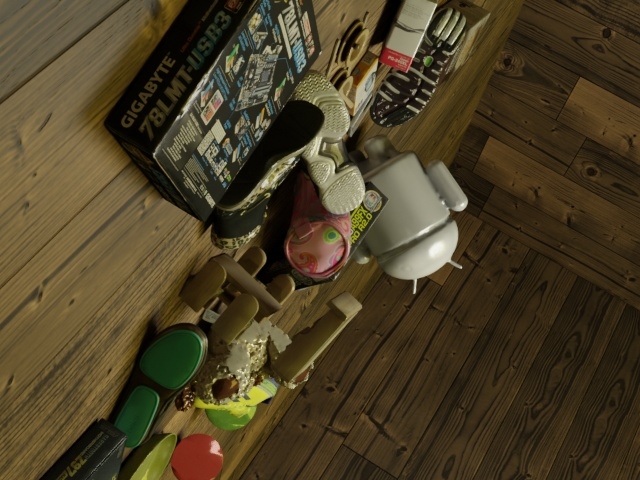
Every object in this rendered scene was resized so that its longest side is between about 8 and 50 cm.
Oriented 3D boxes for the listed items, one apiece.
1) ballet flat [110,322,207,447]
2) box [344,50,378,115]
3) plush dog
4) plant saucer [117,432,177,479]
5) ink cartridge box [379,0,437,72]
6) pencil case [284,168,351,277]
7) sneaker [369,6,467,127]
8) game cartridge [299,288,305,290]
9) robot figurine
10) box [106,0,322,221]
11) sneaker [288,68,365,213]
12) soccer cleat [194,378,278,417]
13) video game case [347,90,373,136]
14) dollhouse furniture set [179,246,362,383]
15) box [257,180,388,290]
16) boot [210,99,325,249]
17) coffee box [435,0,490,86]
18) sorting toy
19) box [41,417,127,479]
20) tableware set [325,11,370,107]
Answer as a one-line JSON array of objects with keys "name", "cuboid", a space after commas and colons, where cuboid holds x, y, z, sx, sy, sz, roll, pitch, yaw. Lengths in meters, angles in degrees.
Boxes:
[{"name": "ballet flat", "cuboid": [-0.266, 0.224, 1.572, 0.280, 0.095, 0.096, -53, -177, 25]}, {"name": "box", "cuboid": [0.079, -0.305, 1.865, 0.081, 0.028, 0.136, -56, 172, -19]}, {"name": "plush dog", "cuboid": [-0.182, 0.239, 1.861, 0.262, 0.211, 0.225, -6, 147, -43]}, {"name": "plant saucer", "cuboid": [-0.375, 0.485, 1.911, 0.241, 0.037, 0.241, -56, 169, -17]}, {"name": "ink cartridge box", "cuboid": [0.171, -0.416, 1.813, 0.109, 0.063, 0.150, -75, -172, -57]}, {"name": "pencil case", "cuboid": [-0.003, -0.046, 1.734, 0.284, 0.124, 0.124, -86, -160, -62]}, {"name": "sneaker", "cuboid": [0.197, -0.371, 1.992, 0.281, 0.106, 0.162, -52, -160, 15]}, {"name": "game cartridge", "cuboid": [-0.018, 0.026, 2.279, 0.198, 0.062, 0.297, -64, 170, 4]}, {"name": "robot figurine", "cuboid": [0.178, -0.062, 2.125, 0.300, 0.354, 0.200, -29, -179, 25]}, {"name": "box", "cuboid": [-0.112, -0.190, 1.144, 0.293, 0.073, 0.295, -58, 170, -9]}, {"name": "sneaker", "cuboid": [-0.010, -0.181, 1.595, 0.101, 0.153, 0.269, -24, 126, -7]}, {"name": "soccer cleat", "cuboid": [-0.185, 0.340, 2.063, 0.289, 0.093, 0.121, -6, 108, -58]}, {"name": "video game case", "cuboid": [0.084, -0.267, 1.995, 0.087, 0.011, 0.122, -59, 177, -3]}, {"name": "dollhouse furniture set", "cuboid": [-0.077, 0.096, 1.626, 0.161, 0.242, 0.212, -49, 172, 15]}, {"name": "box", "cuboid": [0.000, 0.000, 1.939, 0.216, 0.060, 0.270, -55, -163, -24]}, {"name": "boot", "cuboid": [-0.092, -0.100, 1.475, 0.236, 0.085, 0.179, -47, 168, -26]}, {"name": "coffee box", "cuboid": [0.301, -0.474, 2.243, 0.246, 0.098, 0.141, -45, 163, -54]}, {"name": "sorting toy", "cuboid": [-0.240, 0.394, 2.217, 0.366, 0.127, 0.126, -59, -161, -14]}, {"name": "box", "cuboid": [-0.402, 0.422, 1.533, 0.183, 0.059, 0.233, -47, 164, -46]}, {"name": "tableware set", "cuboid": [0.050, -0.303, 1.694, 0.128, 0.039, 0.194, -50, 167, -42]}]
